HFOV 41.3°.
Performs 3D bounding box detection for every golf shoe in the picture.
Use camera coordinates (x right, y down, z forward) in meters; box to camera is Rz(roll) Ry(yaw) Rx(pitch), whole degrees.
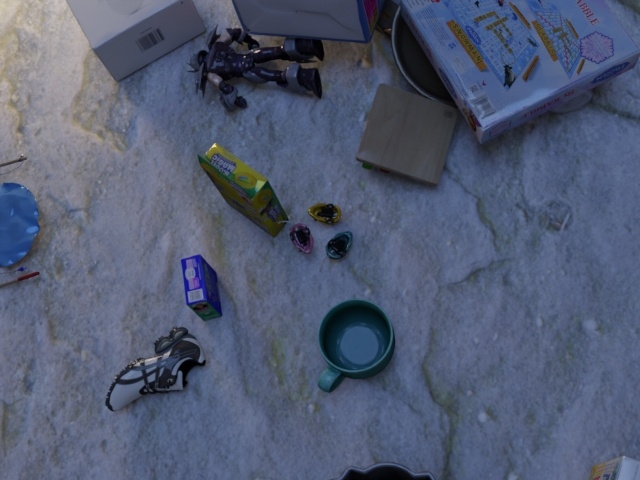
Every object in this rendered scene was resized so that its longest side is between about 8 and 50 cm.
[{"bbox_3d":[-0.294,0.247,1.519,0.198,0.077,0.094,-43,70,-7],"label":"golf shoe"}]

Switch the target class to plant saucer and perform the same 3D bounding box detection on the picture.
[{"bbox_3d":[0.272,-0.388,1.650,0.277,0.041,0.278,0,83,-2],"label":"plant saucer"}]

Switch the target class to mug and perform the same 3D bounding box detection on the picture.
[{"bbox_3d":[0.053,0.181,1.477,0.157,0.097,0.130,-24,68,0],"label":"mug"}]

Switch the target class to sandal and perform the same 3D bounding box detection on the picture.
[{"bbox_3d":[0.171,-0.438,1.708,0.219,0.060,0.090,41,81,20],"label":"sandal"}]

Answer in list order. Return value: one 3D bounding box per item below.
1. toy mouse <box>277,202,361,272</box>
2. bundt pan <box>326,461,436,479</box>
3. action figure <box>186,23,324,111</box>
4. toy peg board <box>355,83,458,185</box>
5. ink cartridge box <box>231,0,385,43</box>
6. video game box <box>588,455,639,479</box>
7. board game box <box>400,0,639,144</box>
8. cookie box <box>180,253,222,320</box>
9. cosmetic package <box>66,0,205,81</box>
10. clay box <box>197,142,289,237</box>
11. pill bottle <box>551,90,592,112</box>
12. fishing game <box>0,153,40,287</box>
[{"bbox_3d":[0.000,0.000,1.579,0.160,0.031,0.143,0,66,-7],"label":"toy mouse"},{"bbox_3d":[0.103,0.519,1.329,0.330,0.124,0.331,-3,70,8],"label":"bundt pan"},{"bbox_3d":[-0.139,-0.349,1.710,0.284,0.099,0.185,4,78,15],"label":"action figure"},{"bbox_3d":[0.160,-0.191,1.621,0.160,0.079,0.161,18,74,-1],"label":"toy peg board"},{"bbox_3d":[0.016,-0.586,1.668,0.269,0.151,0.396,10,62,18],"label":"ink cartridge box"},{"bbox_3d":[0.424,0.425,1.271,0.048,0.205,0.187,17,74,10],"label":"video game box"},{"bbox_3d":[0.357,-0.382,1.555,0.318,0.066,0.319,-26,71,-1],"label":"board game box"},{"bbox_3d":[-0.216,0.087,1.549,0.040,0.107,0.092,-13,67,5],"label":"cookie box"},{"bbox_3d":[-0.399,-0.497,1.779,0.224,0.138,0.225,-30,69,-3],"label":"cosmetic package"},{"bbox_3d":[-0.138,-0.093,1.542,0.127,0.222,0.053,36,79,19],"label":"clay box"},{"bbox_3d":[0.455,-0.330,1.609,0.087,0.087,0.160,-8,68,6],"label":"pill bottle"},{"bbox_3d":[-0.639,-0.028,1.697,0.189,0.041,0.264,-19,73,10],"label":"fishing game"}]
